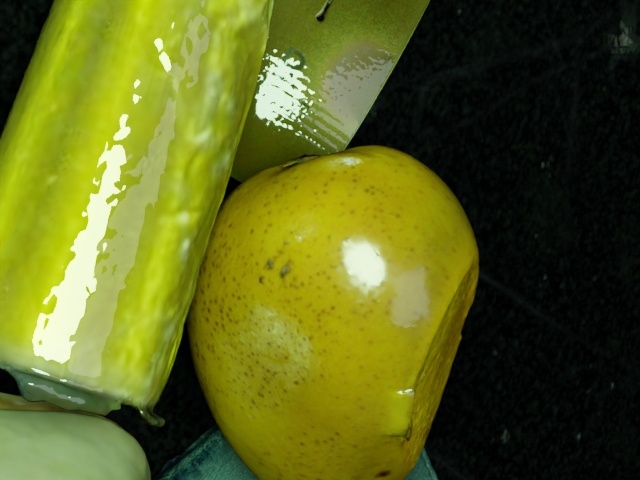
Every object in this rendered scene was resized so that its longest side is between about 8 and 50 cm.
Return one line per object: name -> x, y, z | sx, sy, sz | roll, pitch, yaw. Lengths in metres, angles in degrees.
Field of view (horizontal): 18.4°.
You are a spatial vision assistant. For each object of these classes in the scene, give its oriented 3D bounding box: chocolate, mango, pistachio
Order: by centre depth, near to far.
chocolate -> -0.105, -0.109, 1.266 | 0.162, 0.162, 0.445 | 24, 83, -41
pistachio -> -0.195, 0.155, 1.276 | 0.185, 0.124, 0.124 | 29, 81, -37
mango -> 0.001, 0.064, 1.337 | 0.160, 0.191, 0.290 | -43, 148, -48

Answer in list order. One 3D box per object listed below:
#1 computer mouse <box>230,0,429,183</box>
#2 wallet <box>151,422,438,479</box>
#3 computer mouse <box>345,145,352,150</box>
computer mouse -> -0.004, -0.151, 1.388 | 0.126, 0.056, 0.245 | 32, 77, -4
wallet -> -0.070, 0.227, 1.452 | 0.379, 0.046, 0.190 | -40, 124, -28
computer mouse -> 0.000, 0.000, 1.446 | 0.099, 0.057, 0.172 | -23, 107, -24
